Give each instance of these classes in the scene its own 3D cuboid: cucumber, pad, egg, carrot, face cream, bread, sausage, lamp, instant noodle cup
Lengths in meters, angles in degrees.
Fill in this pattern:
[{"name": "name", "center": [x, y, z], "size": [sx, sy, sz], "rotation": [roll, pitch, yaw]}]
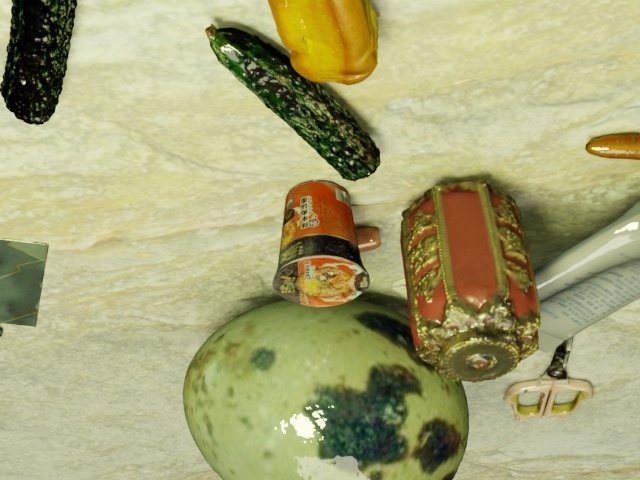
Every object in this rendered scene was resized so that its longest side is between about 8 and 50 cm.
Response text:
[{"name": "cucumber", "center": [-0.028, -0.165, 1.408], "size": [0.067, 0.068, 0.293], "rotation": [-22, 140, 27]}, {"name": "pad", "center": [-0.489, 0.061, 1.778], "size": [0.163, 0.004, 0.243], "rotation": [7, 145, -13]}, {"name": "egg", "center": [0.009, 0.248, 1.789], "size": [0.427, 0.345, 0.345], "rotation": [20, 142, -10]}, {"name": "carrot", "center": [0.456, -0.117, 1.529], "size": [0.247, 0.043, 0.043], "rotation": [0, 147, -1]}, {"name": "face cream", "center": [0.410, 0.039, 1.637], "size": [0.420, 0.137, 0.234], "rotation": [-36, 147, 30]}, {"name": "bread", "center": [-0.002, -0.256, 1.249], "size": [0.102, 0.094, 0.245], "rotation": [-3, 147, 12]}, {"name": "sausage", "center": [0.044, 0.002, 1.690], "size": [0.083, 0.034, 0.034], "rotation": [-10, 146, 10]}, {"name": "lamp", "center": [0.190, 0.047, 1.550], "size": [0.177, 0.274, 0.177], "rotation": [-2, 137, -1]}, {"name": "cucumber", "center": [-0.293, -0.237, 1.277], "size": [0.072, 0.072, 0.300], "rotation": [8, 145, -14]}, {"name": "instant noodle cup", "center": [-0.002, -0.001, 1.592], "size": [0.127, 0.136, 0.127], "rotation": [-1, 147, -1]}]

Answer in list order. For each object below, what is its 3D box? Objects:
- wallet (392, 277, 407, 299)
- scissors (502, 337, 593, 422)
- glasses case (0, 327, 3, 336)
[{"name": "wallet", "center": [0.165, 0.087, 1.836], "size": [0.061, 0.025, 0.122], "rotation": [-18, 144, 34]}, {"name": "scissors", "center": [0.397, 0.237, 2.075], "size": [0.160, 0.024, 0.318], "rotation": [-2, 146, 0]}, {"name": "glasses case", "center": [-0.535, 0.141, 1.876], "size": [0.083, 0.023, 0.033], "rotation": [16, 148, -28]}]
